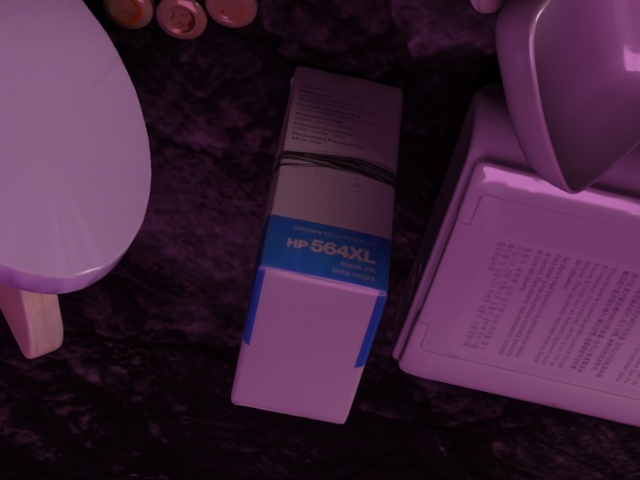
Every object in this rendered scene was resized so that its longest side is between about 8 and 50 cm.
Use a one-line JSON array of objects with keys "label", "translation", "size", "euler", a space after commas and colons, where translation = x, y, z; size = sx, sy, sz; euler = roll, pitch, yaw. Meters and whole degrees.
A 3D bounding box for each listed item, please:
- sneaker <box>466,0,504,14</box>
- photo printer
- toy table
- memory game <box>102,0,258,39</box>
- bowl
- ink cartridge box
[{"label": "sneaker", "translation": [0.136, -0.197, 0.696], "size": [0.075, 0.057, 0.161], "euler": [16, 134, 4]}, {"label": "photo printer", "translation": [0.229, 0.028, 0.870], "size": [0.307, 0.107, 0.256], "euler": [13, 136, -1]}, {"label": "toy table", "translation": [-0.230, -0.064, 0.804], "size": [0.252, 0.274, 0.161], "euler": [-7, 156, -28]}, {"label": "memory game", "translation": [-0.106, -0.208, 0.770], "size": [0.186, 0.012, 0.186], "euler": [6, 136, 6]}, {"label": "bowl", "translation": [0.163, -0.117, 0.729], "size": [0.053, 0.142, 0.142], "euler": [24, 145, 44]}, {"label": "ink cartridge box", "translation": [0.000, 0.000, 0.824], "size": [0.086, 0.203, 0.148], "euler": [11, 137, -2]}]
